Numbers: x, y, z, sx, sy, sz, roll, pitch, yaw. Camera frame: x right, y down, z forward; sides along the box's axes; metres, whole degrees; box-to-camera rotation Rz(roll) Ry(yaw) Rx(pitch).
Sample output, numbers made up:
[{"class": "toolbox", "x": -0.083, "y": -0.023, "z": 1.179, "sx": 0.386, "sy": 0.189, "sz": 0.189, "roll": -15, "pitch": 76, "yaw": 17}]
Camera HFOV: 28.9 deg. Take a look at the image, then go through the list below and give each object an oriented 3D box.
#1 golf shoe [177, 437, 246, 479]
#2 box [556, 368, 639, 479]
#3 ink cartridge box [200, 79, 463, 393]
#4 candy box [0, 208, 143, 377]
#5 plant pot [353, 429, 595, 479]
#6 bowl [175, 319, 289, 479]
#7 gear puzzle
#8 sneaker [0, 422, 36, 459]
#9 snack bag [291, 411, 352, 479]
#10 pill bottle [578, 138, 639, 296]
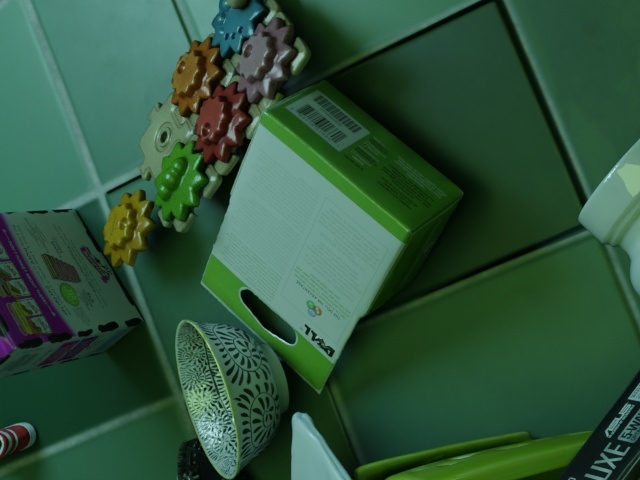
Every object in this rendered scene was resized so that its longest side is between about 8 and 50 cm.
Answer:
[{"class": "golf shoe", "x": -0.110, "y": 0.306, "z": 1.320, "sx": 0.198, "sy": 0.077, "sz": 0.094, "roll": 65, "pitch": 148, "yaw": 29}, {"class": "box", "x": 0.286, "y": 0.273, "z": 1.009, "sx": 0.242, "sy": 0.076, "sz": 0.307, "roll": 46, "pitch": 73, "yaw": -17}, {"class": "ink cartridge box", "x": 0.000, "y": 0.000, "z": 1.249, "sx": 0.189, "sy": 0.097, "sz": 0.255, "roll": 41, "pitch": 135, "yaw": 16}, {"class": "candy box", "x": -0.307, "y": 0.052, "z": 1.304, "sx": 0.071, "sy": 0.233, "sz": 0.159, "roll": -38, "pitch": 78, "yaw": 21}, {"class": "plant pot", "x": 0.159, "y": 0.288, "z": 1.109, "sx": 0.207, "sy": 0.227, "sz": 0.228, "roll": -6, "pitch": 92, "yaw": 65}, {"class": "bowl", "x": -0.083, "y": 0.152, "z": 1.281, "sx": 0.170, "sy": 0.080, "sz": 0.170, "roll": 49, "pitch": 148, "yaw": 47}, {"class": "gear puzzle", "x": -0.144, "y": -0.113, "z": 1.278, "sx": 0.339, "sy": 0.044, "sz": 0.175, "roll": -52, "pitch": 43, "yaw": 23}, {"class": "sneaker", "x": -0.395, "y": 0.245, "z": 1.446, "sx": 0.118, "sy": 0.067, "sz": 0.042, "roll": -26, "pitch": 83, "yaw": 23}, {"class": "snack bag", "x": 0.032, "y": 0.362, "z": 1.119, "sx": 0.342, "sy": 0.037, "sz": 0.323, "roll": -128, "pitch": 32, "yaw": -50}, {"class": "pill bottle", "x": 0.365, "y": 0.026, "z": 1.047, "sx": 0.278, "sy": 0.162, "sz": 0.162, "roll": 44, "pitch": 109, "yaw": 15}]
